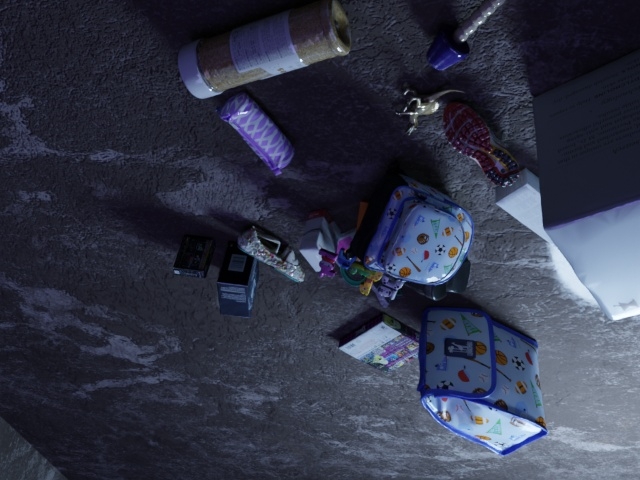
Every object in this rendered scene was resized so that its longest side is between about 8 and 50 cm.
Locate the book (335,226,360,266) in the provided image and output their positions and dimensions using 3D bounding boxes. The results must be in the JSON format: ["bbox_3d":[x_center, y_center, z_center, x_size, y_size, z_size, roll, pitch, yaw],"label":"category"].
[{"bbox_3d":[0.089,0.016,1.925,0.144,0.035,0.096,-24,125,33],"label":"book"}]

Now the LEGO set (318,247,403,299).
[{"bbox_3d":[0.100,0.095,1.783,0.227,0.087,0.093,22,111,11],"label":"LEGO set"}]

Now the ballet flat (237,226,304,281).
[{"bbox_3d":[-0.125,0.039,1.968,0.241,0.091,0.077,31,106,-28],"label":"ballet flat"}]

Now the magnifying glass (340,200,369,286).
[{"bbox_3d":[0.102,0.010,1.825,0.092,0.026,0.231,17,107,29],"label":"magnifying glass"}]

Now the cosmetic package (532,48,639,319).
[{"bbox_3d":[0.643,-0.119,1.365,0.327,0.394,0.329,-22,130,32],"label":"cosmetic package"}]

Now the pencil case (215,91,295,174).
[{"bbox_3d":[-0.147,-0.253,1.626,0.086,0.088,0.206,-21,131,34],"label":"pencil case"}]

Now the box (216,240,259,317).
[{"bbox_3d":[-0.236,0.114,2.015,0.093,0.156,0.158,7,140,3],"label":"box"}]

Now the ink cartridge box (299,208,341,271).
[{"bbox_3d":[0.000,0.000,1.845,0.056,0.135,0.099,-12,134,28],"label":"ink cartridge box"}]

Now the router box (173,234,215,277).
[{"bbox_3d":[-0.360,0.046,1.991,0.092,0.123,0.038,7,144,7],"label":"router box"}]

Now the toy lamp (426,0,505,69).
[{"bbox_3d":[0.308,-0.431,1.325,0.080,0.080,0.274,28,137,-19],"label":"toy lamp"}]

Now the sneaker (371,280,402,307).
[{"bbox_3d":[0.186,0.124,2.017,0.076,0.065,0.166,-23,134,12],"label":"sneaker"}]

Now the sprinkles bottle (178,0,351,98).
[{"bbox_3d":[-0.118,-0.394,1.431,0.355,0.121,0.121,-11,135,24],"label":"sprinkles bottle"}]

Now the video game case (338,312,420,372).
[{"bbox_3d":[0.209,0.339,2.259,0.210,0.042,0.232,30,136,-21],"label":"video game case"}]

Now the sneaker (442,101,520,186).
[{"bbox_3d":[0.353,-0.217,1.556,0.088,0.093,0.225,-37,104,20],"label":"sneaker"}]

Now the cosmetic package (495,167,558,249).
[{"bbox_3d":[0.544,-0.074,1.694,0.239,0.060,0.099,32,137,-23],"label":"cosmetic package"}]

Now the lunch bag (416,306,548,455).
[{"bbox_3d":[0.460,0.396,2.049,0.385,0.328,0.239,27,132,-15],"label":"lunch bag"}]

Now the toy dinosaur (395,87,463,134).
[{"bbox_3d":[0.225,-0.304,1.524,0.092,0.053,0.183,13,150,-26],"label":"toy dinosaur"}]

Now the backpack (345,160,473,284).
[{"bbox_3d":[0.241,-0.016,1.697,0.263,0.213,0.277,14,113,-29],"label":"backpack"}]

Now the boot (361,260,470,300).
[{"bbox_3d":[0.266,0.082,1.894,0.229,0.263,0.091,15,106,37],"label":"boot"}]
